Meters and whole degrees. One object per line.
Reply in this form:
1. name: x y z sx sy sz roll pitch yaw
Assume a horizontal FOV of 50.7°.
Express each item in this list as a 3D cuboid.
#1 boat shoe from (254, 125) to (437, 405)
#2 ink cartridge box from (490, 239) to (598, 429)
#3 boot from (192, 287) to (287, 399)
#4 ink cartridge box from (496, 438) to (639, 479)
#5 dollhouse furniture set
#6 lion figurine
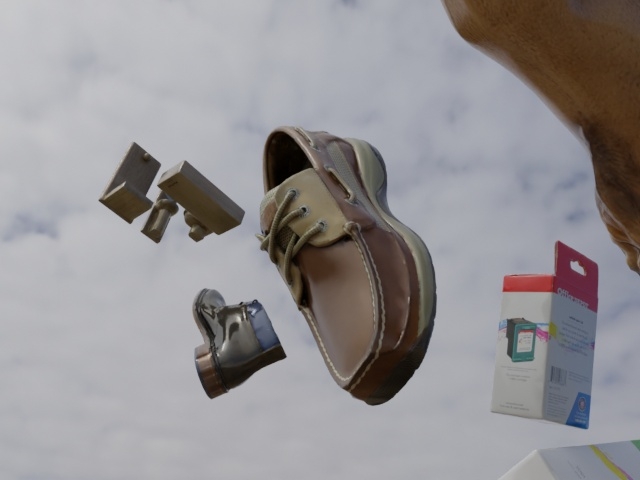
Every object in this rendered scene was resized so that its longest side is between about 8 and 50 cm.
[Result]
1. boat shoe: 0.000 0.000 0.583 0.120 0.324 0.122 21 -63 -22
2. ink cartridge box: 0.307 0.127 0.911 0.078 0.231 0.134 -4 -20 46
3. boot: -0.107 0.117 0.891 0.106 0.219 0.082 -21 -61 -1
4. ink cartridge box: 0.300 0.361 0.856 0.353 0.119 0.207 10 -52 -38
5. dollhouse furniture set: -0.197 -0.084 0.970 0.151 0.123 0.144 -24 -53 37
6. lion figurine: 0.165 -0.120 0.392 0.392 0.240 0.142 32 -21 -14
